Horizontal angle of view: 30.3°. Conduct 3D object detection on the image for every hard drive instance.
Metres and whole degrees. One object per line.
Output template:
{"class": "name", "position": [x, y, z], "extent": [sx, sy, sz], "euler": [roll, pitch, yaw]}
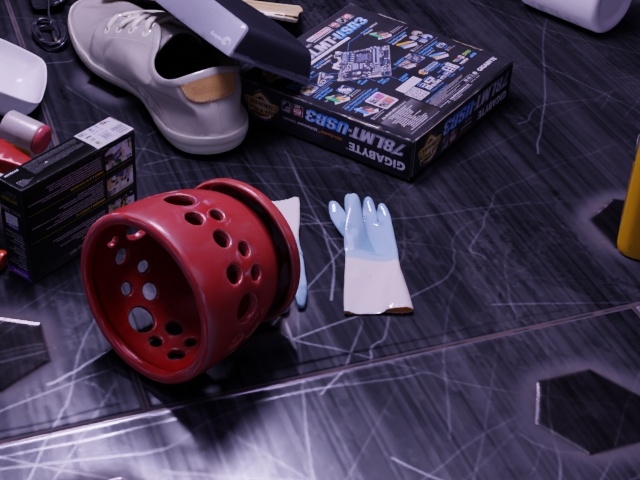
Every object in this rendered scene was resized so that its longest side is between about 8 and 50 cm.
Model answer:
{"class": "hard drive", "position": [-0.130, -0.306, 1.652], "extent": [0.172, 0.054, 0.254], "euler": [13, 21, -46]}

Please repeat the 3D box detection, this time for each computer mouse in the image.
{"class": "computer mouse", "position": [-0.434, -0.371, 1.915], "extent": [0.071, 0.041, 0.242], "euler": [-11, 45, -4]}

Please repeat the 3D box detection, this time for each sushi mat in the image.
{"class": "sushi mat", "position": [-0.186, -0.385, 1.905], "extent": [0.316, 0.019, 0.151], "euler": [8, 14, 0]}

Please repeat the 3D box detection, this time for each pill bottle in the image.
{"class": "pill bottle", "position": [0.401, -0.447, 1.989], "extent": [0.229, 0.131, 0.131], "euler": [31, 45, 33]}

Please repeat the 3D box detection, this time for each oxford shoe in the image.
{"class": "oxford shoe", "position": [-0.238, -0.280, 1.723], "extent": [0.169, 0.130, 0.449], "euler": [-20, 40, -24]}

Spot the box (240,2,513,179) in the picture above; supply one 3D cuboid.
{"class": "box", "position": [0.083, -0.225, 1.716], "extent": [0.293, 0.073, 0.295], "euler": [22, 41, 26]}

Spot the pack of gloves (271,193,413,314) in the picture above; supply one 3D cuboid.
{"class": "pack of gloves", "position": [0.000, 0.000, 1.429], "extent": [0.195, 0.046, 0.232], "euler": [-1, 36, -7]}

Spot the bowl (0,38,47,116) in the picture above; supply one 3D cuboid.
{"class": "bowl", "position": [-0.463, -0.232, 1.671], "extent": [0.142, 0.053, 0.142], "euler": [23, 32, -23]}

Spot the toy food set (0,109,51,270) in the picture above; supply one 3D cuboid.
{"class": "toy food set", "position": [-0.376, -0.070, 1.448], "extent": [0.104, 0.111, 0.232], "euler": [24, 39, 7]}

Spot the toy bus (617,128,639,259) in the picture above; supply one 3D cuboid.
{"class": "toy bus", "position": [0.437, -0.141, 1.407], "extent": [0.108, 0.333, 0.130], "euler": [13, 37, 13]}

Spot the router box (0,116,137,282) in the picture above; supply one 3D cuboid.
{"class": "router box", "position": [-0.294, -0.050, 1.400], "extent": [0.046, 0.133, 0.179], "euler": [26, 42, 28]}

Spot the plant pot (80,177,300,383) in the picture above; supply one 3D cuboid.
{"class": "plant pot", "position": [-0.131, 0.031, 1.258], "extent": [0.191, 0.191, 0.174], "euler": [26, 38, 28]}
